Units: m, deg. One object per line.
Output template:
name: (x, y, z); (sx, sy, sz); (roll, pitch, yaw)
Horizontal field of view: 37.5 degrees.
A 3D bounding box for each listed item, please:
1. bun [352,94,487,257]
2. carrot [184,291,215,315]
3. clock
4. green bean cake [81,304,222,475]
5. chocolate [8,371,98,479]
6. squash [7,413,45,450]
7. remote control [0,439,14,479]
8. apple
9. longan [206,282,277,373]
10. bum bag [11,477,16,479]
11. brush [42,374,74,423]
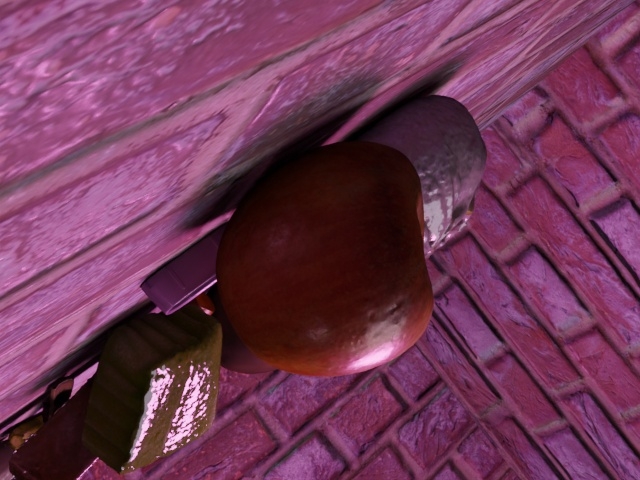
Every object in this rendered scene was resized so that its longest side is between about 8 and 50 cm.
bun: (0.124, -0.069, 1.518); (0.362, 0.211, 0.362); (-36, 169, -8)
carrot: (-0.290, 0.181, 1.756); (0.225, 0.067, 0.067); (-41, 176, 18)
clock: (-0.173, 0.044, 1.311); (0.153, 0.050, 0.110); (-37, 176, -18)
green bean cake: (-0.257, 0.228, 1.501); (0.222, 0.125, 0.248); (-16, 131, -52)
chocolate: (-0.379, 0.300, 1.615); (0.321, 0.112, 0.112); (-48, 177, -28)
squash: (-0.522, 0.357, 1.743); (0.066, 0.066, 0.201); (-38, 173, 1)
remote control: (-0.669, 0.471, 1.696); (0.309, 0.038, 0.090); (-38, -142, -11)
apple: (0.004, 0.028, 1.187); (0.301, 0.301, 0.301); (-38, 176, -3)
longan: (-0.118, 0.145, 1.821); (0.248, 0.248, 0.248); (-38, 176, -3)
bum bag: (-0.651, 0.490, 2.080); (0.310, 0.074, 0.137); (-39, 166, 7)
brush: (-0.456, 0.275, 1.626); (0.043, 0.036, 0.248); (-41, 171, -29)
